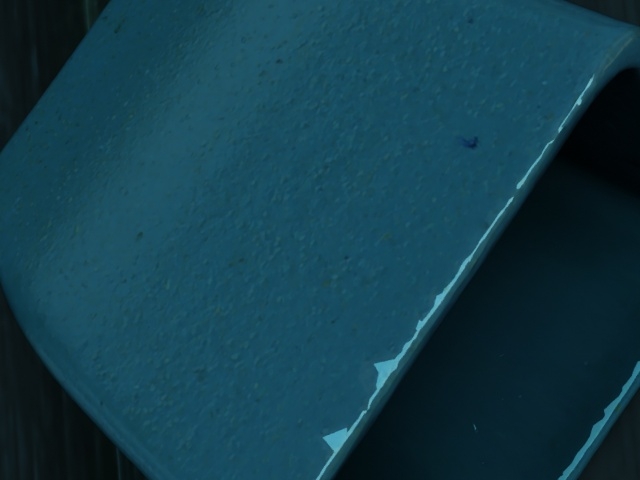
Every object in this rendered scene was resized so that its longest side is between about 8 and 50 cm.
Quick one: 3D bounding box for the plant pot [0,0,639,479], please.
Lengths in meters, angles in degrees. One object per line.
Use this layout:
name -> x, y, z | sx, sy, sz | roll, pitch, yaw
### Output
plant pot -> 0.000, 0.000, 0.757 | 0.252, 0.247, 0.248 | 34, 87, 29
